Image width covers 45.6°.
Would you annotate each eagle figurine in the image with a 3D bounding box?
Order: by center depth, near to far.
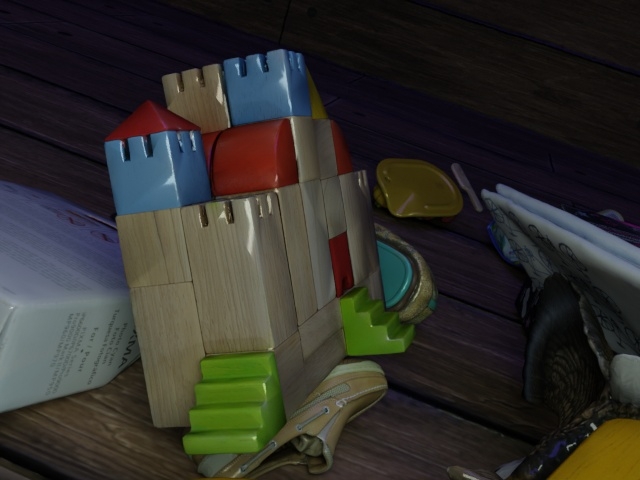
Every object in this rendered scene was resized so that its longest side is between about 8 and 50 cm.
[{"bbox_3d":[0.212,0.156,0.578,0.225,0.226,0.298,7,16,36],"label":"eagle figurine"}]

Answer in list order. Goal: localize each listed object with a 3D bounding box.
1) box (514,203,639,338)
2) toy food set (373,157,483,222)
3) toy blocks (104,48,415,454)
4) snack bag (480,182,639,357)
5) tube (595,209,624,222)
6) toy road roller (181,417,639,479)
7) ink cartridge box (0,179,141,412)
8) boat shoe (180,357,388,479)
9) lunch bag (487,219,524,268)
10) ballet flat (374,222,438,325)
[{"bbox_3d":[0.395,0.082,0.943,0.247,0.163,0.142,16,24,-4],"label":"box"},{"bbox_3d":[0.169,-0.071,1.299,0.218,0.071,0.128,-1,52,-37],"label":"toy food set"},{"bbox_3d":[-0.043,-0.029,0.610,0.190,0.261,0.381,-7,7,19],"label":"toy blocks"},{"bbox_3d":[0.293,0.111,0.678,0.342,0.037,0.323,52,0,-19],"label":"snack bag"},{"bbox_3d":[0.496,-0.012,1.429,0.070,0.062,0.240,-23,-5,42],"label":"tube"},{"bbox_3d":[0.034,0.191,0.326,0.240,0.202,0.329,20,19,36],"label":"toy road roller"},{"bbox_3d":[-0.274,0.024,0.701,0.308,0.091,0.385,25,5,18],"label":"ink cartridge box"},{"bbox_3d":[-0.012,0.149,0.591,0.190,0.068,0.072,-14,49,-37],"label":"boat shoe"},{"bbox_3d":[0.355,0.007,1.213,0.129,0.096,0.151,15,35,-16],"label":"lunch bag"},{"bbox_3d":[0.000,0.000,0.923,0.348,0.123,0.123,32,25,35],"label":"ballet flat"}]
